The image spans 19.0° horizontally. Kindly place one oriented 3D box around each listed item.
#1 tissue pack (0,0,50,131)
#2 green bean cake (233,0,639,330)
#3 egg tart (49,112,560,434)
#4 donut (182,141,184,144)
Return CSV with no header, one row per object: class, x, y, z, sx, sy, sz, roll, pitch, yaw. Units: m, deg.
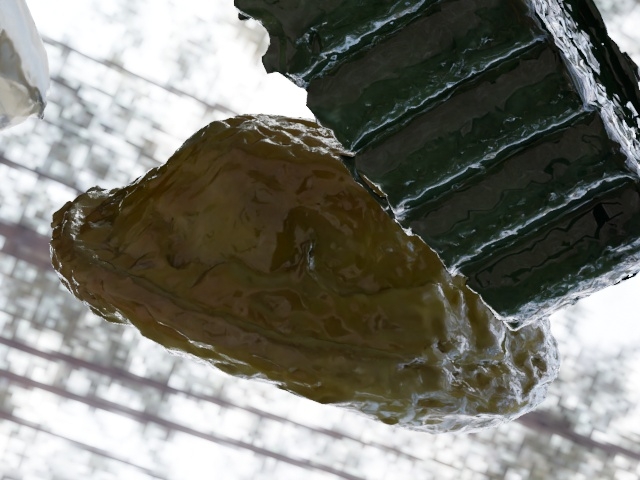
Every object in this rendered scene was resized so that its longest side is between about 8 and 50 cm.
tissue pack,-0.295,-0.146,1.292,0.186,0.222,0.090,-10,-120,4
green bean cake,0.061,-0.083,0.791,0.107,0.208,0.193,-33,-156,18
egg tart,0.000,0.000,1.076,0.319,0.319,0.128,29,-74,50
donut,-0.048,-0.026,1.468,0.058,0.152,0.152,-36,-150,-28
